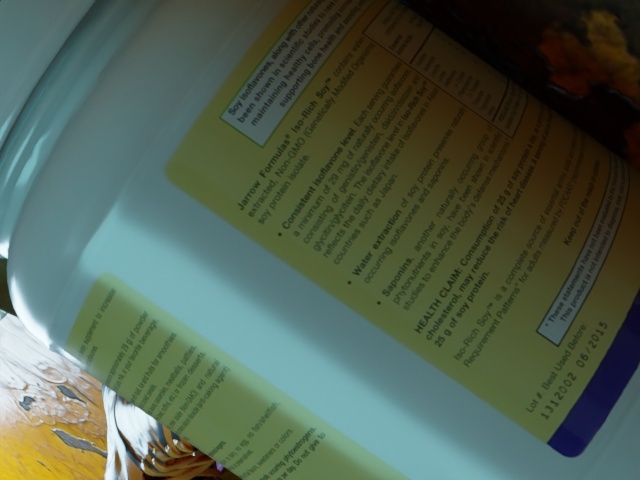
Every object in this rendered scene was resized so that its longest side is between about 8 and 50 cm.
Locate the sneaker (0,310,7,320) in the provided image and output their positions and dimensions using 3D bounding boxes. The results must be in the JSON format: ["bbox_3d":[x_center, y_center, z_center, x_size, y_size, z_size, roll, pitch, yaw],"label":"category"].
[{"bbox_3d":[-0.280,-0.037,0.825,0.153,0.094,0.235,37,145,-4],"label":"sneaker"}]

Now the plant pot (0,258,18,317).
[{"bbox_3d":[-0.156,-0.016,0.723,0.236,0.032,0.236,-4,138,-3],"label":"plant pot"}]

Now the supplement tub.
[{"bbox_3d":[0.000,0.000,0.515,0.331,0.241,0.241,35,145,-2],"label":"supplement tub"}]

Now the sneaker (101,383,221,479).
[{"bbox_3d":[-0.092,0.160,0.796,0.124,0.180,0.321,-3,177,-23],"label":"sneaker"}]

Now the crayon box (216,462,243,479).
[{"bbox_3d":[-0.021,0.339,1.063,0.313,0.106,0.363,39,145,-5],"label":"crayon box"}]
